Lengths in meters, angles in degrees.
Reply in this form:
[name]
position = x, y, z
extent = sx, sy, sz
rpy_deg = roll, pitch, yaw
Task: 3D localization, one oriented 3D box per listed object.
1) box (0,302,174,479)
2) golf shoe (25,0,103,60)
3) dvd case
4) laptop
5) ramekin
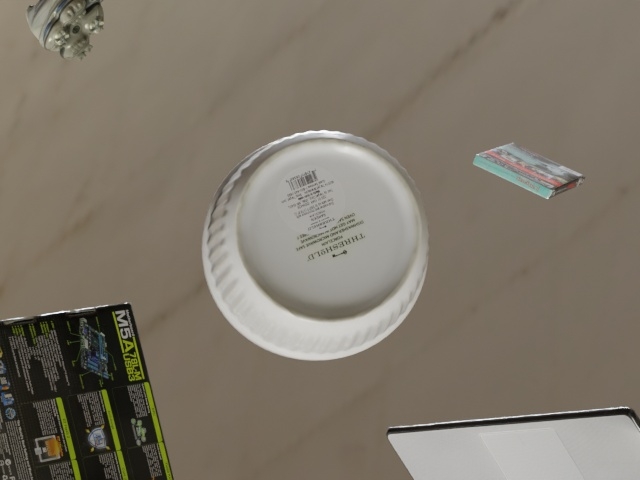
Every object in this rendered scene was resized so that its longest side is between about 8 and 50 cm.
[box]
position = -0.221, 0.156, 1.652
extent = 0.045, 0.184, 0.190
rpy_deg = -22, -100, 42
[golf shoe]
position = -0.219, -0.261, 1.853
extent = 0.176, 0.069, 0.086
rpy_deg = -49, -129, -1
[dvd case]
position = 0.213, -0.072, 1.964
extent = 0.119, 0.087, 0.013
rpy_deg = -23, 136, -64
[laptop]
position = 0.247, 0.426, 2.179
extent = 0.382, 0.408, 0.236
rpy_deg = -11, -153, 47
[ramekin]
position = 0.000, 0.000, 1.708
extent = 0.109, 0.207, 0.207
rpy_deg = 125, -10, -79
